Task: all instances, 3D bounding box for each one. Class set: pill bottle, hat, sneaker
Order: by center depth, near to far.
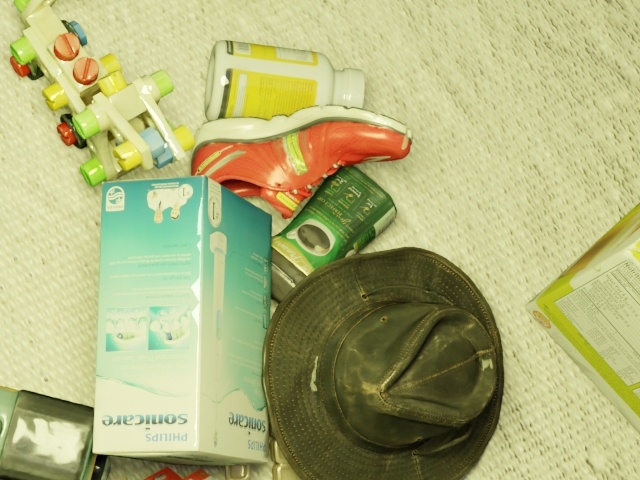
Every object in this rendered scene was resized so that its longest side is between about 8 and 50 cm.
[{"bbox_3d":[0.105,0.157,1.829,0.331,0.134,0.331,2,87,-28],"label":"hat"},{"bbox_3d":[-0.021,-0.084,1.892,0.279,0.107,0.118,-7,68,21],"label":"sneaker"},{"bbox_3d":[-0.044,-0.182,1.948,0.184,0.103,0.103,7,75,-10],"label":"pill bottle"}]

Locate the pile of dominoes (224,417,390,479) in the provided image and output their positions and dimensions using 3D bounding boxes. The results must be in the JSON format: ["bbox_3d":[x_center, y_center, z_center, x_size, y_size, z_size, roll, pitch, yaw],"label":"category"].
[{"bbox_3d":[-0.013,0.324,1.874,0.196,0.040,0.251,-3,85,-13],"label":"pile of dominoes"}]

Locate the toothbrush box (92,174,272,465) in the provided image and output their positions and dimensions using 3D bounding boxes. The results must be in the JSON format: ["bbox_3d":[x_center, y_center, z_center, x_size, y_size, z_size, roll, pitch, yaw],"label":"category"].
[{"bbox_3d":[-0.146,0.095,1.766,0.126,0.216,0.295,-4,79,18],"label":"toothbrush box"}]

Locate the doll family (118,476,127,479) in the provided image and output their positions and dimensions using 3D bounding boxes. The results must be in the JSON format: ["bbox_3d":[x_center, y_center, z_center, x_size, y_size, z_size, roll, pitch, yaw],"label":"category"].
[{"bbox_3d":[-0.229,0.353,1.770,0.111,0.076,0.193,40,98,23],"label":"doll family"}]

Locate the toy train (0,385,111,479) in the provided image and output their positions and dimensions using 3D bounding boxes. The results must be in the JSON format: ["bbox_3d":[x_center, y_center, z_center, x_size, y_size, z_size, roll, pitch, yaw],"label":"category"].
[{"bbox_3d":[-0.385,0.202,1.731,0.334,0.190,0.142,17,73,-8],"label":"toy train"}]

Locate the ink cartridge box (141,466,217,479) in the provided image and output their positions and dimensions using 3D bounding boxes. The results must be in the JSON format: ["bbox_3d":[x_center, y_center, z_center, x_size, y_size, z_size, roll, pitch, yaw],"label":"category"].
[{"bbox_3d":[-0.141,0.287,1.812,0.115,0.063,0.029,34,114,18],"label":"ink cartridge box"}]

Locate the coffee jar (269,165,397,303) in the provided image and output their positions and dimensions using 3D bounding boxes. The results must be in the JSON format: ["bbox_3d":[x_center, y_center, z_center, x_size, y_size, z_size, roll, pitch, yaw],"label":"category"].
[{"bbox_3d":[0.000,0.000,1.923,0.096,0.079,0.184,41,71,11],"label":"coffee jar"}]

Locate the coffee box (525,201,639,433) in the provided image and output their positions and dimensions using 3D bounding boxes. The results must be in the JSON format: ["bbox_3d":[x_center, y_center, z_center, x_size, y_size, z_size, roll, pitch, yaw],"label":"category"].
[{"bbox_3d":[0.515,0.066,1.884,0.338,0.334,0.338,-41,87,-18],"label":"coffee box"}]

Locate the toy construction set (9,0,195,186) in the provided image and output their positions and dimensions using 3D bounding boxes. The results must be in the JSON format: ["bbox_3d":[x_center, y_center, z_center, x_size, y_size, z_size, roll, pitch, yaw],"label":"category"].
[{"bbox_3d":[-0.266,-0.206,1.848,0.151,0.215,0.327,-17,80,-16],"label":"toy construction set"}]
